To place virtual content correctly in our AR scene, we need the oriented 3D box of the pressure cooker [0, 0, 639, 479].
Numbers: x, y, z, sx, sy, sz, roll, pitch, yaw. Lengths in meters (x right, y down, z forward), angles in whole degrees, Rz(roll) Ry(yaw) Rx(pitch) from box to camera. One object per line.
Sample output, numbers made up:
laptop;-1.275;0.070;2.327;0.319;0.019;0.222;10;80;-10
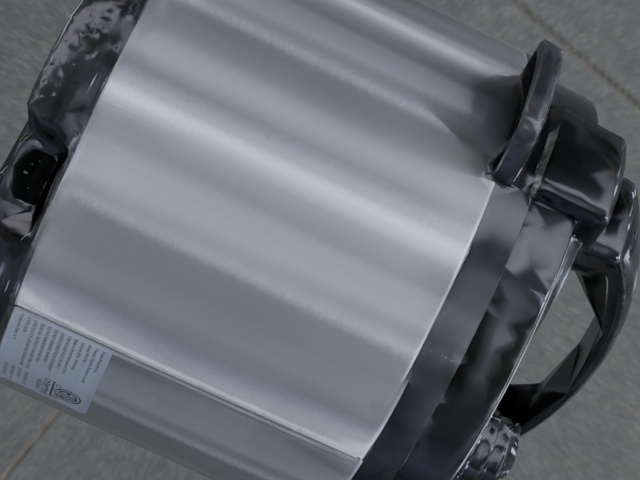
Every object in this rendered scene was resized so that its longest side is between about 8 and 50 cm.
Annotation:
pressure cooker;-0.002;0.005;1.080;0.420;0.370;0.376;25;92;-4
